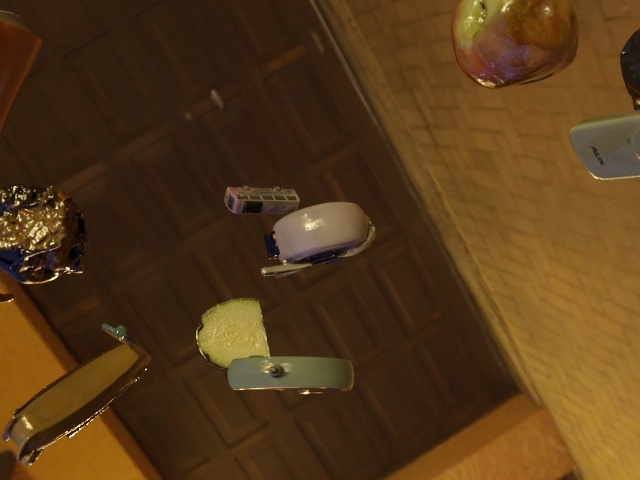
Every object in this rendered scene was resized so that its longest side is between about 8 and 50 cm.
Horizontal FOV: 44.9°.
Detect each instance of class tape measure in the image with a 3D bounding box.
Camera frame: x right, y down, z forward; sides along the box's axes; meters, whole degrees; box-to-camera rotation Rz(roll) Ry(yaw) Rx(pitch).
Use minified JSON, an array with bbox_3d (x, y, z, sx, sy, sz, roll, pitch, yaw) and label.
[{"bbox_3d":[-0.004,0.000,1.415,0.178,0.196,0.105,10,-114,-64],"label":"tape measure"}]

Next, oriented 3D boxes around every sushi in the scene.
[{"bbox_3d":[-0.621,-0.012,1.720,0.204,0.200,0.213,66,-154,-80],"label":"sushi"}]

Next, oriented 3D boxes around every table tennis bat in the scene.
[{"bbox_3d":[-0.543,0.260,2.115,0.124,0.033,0.201,32,161,-5],"label":"table tennis bat"}]

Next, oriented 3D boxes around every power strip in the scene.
[{"bbox_3d":[-0.037,0.223,1.289,0.253,0.168,0.054,24,-119,-58],"label":"power strip"}]

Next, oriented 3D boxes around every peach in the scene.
[{"bbox_3d":[0.357,-0.366,1.364,0.214,0.236,0.214,-176,90,-65],"label":"peach"}]

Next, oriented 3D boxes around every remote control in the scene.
[{"bbox_3d":[0.413,-0.118,0.896,0.090,0.038,0.309,58,161,-15],"label":"remote control"}]

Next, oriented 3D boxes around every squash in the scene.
[{"bbox_3d":[-0.237,0.257,2.044,0.085,0.184,0.191,115,145,-69],"label":"squash"}]

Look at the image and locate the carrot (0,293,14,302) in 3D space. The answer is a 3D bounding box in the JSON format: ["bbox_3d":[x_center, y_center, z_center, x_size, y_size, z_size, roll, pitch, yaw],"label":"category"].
[{"bbox_3d":[-0.877,0.151,2.051,0.035,0.036,0.165,58,-160,15],"label":"carrot"}]

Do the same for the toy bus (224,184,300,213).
[{"bbox_3d":[-0.103,-0.070,1.380,0.052,0.131,0.036,58,140,46],"label":"toy bus"}]

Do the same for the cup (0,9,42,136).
[{"bbox_3d":[-0.568,-0.255,1.246,0.183,0.263,0.226,15,-179,-17],"label":"cup"}]

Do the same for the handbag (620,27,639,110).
[{"bbox_3d":[0.545,-0.143,0.958,0.275,0.178,0.302,56,178,-33],"label":"handbag"}]

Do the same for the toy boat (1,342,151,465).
[{"bbox_3d":[-0.460,0.306,1.500,0.089,0.321,0.121,40,140,16],"label":"toy boat"}]
